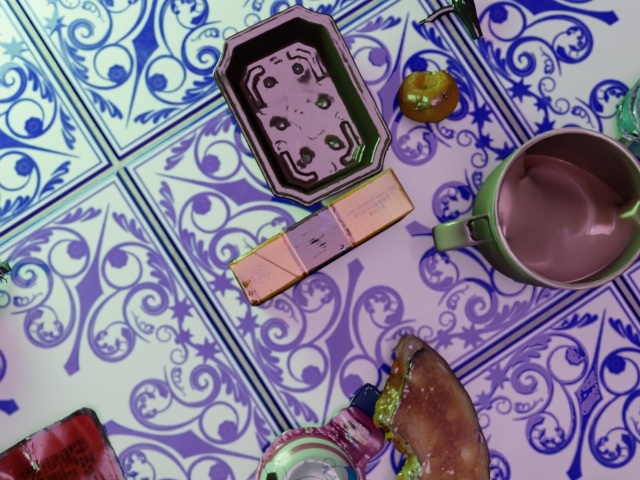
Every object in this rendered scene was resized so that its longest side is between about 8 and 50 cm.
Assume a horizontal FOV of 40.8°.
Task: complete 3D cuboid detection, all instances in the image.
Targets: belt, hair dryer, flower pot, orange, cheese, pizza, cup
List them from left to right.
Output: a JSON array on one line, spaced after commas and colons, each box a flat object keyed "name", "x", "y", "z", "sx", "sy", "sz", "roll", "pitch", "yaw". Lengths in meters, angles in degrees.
[{"name": "flower pot", "x": -0.025, "y": -0.176, "z": 1.167, "sx": 0.178, "sy": 0.084, "sz": 0.251, "roll": -26, "pitch": 88, "yaw": -3}, {"name": "cheese", "x": 0.011, "y": 0.301, "z": 1.148, "sx": 0.155, "sy": 0.062, "sz": 0.244, "roll": 45, "pitch": 75, "yaw": 0}, {"name": "orange", "x": 0.149, "y": -0.193, "z": 1.181, "sx": 0.086, "sy": 0.062, "sz": 0.086, "roll": -11, "pitch": 48, "yaw": 13}, {"name": "pizza", "x": 0.144, "y": 0.275, "z": 1.140, "sx": 0.161, "sy": 0.085, "sz": 0.306, "roll": -13, "pitch": 90, "yaw": -26}, {"name": "hair dryer", "x": 0.181, "y": -0.310, "z": 1.213, "sx": 0.083, "sy": 0.031, "sz": 0.079, "roll": -22, "pitch": 96, "yaw": 11}, {"name": "cup", "x": 0.264, "y": -0.025, "z": 1.104, "sx": 0.252, "sy": 0.200, "sz": 0.192, "roll": -13, "pitch": 87, "yaw": -3}, {"name": "belt", "x": 0.493, "y": -0.176, "z": 1.178, "sx": 0.162, "sy": 0.082, "sz": 0.148, "roll": 14, "pitch": 76, "yaw": 6}]

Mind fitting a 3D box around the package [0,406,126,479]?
[{"name": "package", "x": -0.389, "y": 0.361, "z": 1.134, "sx": 0.269, "sy": 0.071, "sz": 0.194, "roll": -22, "pitch": 102, "yaw": -6}]

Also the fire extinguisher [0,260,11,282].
[{"name": "fire extinguisher", "x": -0.516, "y": 0.098, "z": 1.127, "sx": 0.268, "sy": 0.105, "sz": 0.105, "roll": -31, "pitch": 88, "yaw": -4}]

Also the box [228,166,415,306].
[{"name": "box", "x": 0.000, "y": 0.000, "z": 1.122, "sx": 0.237, "sy": 0.152, "sz": 0.070, "roll": -33, "pitch": 88, "yaw": -4}]
